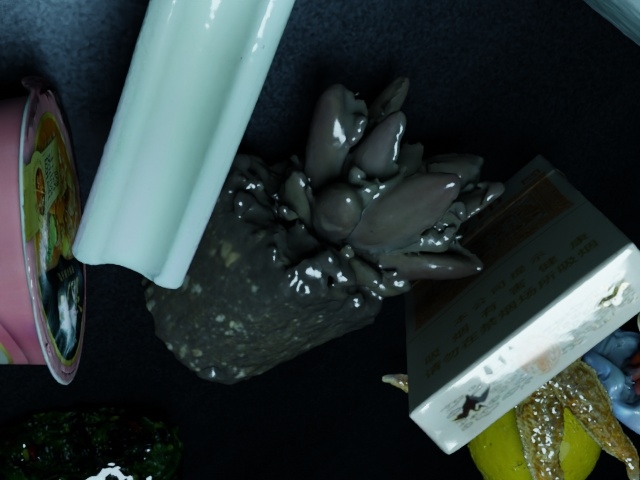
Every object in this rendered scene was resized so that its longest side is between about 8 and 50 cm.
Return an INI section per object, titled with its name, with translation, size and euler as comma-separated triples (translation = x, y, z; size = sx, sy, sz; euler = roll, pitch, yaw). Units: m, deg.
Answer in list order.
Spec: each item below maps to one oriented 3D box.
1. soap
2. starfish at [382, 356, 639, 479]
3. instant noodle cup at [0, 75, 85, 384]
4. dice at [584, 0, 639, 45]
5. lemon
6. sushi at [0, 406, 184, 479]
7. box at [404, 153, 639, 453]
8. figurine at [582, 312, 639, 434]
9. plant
[soap]
translation = -0.093, -0.127, 0.633
size = 0.095, 0.173, 0.290
euler = 20, 119, -11
[starfish]
translation = 0.247, 0.173, 0.964
size = 0.299, 0.302, 0.060
euler = -26, 166, -20
[instant noodle cup]
translation = -0.325, 0.002, 0.641
size = 0.254, 0.244, 0.244
euler = -3, 128, -7
[dice]
translation = 0.293, -0.297, 0.546
size = 0.348, 0.330, 0.328
euler = 25, 115, -35
[lemon]
translation = 0.277, 0.241, 1.071
size = 0.173, 0.173, 0.206
euler = 0, 118, -20
[sushi]
translation = -0.264, 0.257, 0.915
size = 0.224, 0.124, 0.127
euler = -3, 127, -11
[box]
translation = 0.167, 0.032, 0.756
size = 0.204, 0.365, 0.051
euler = -42, 98, 14
[figurine]
translation = 0.518, 0.067, 0.967
size = 0.248, 0.277, 0.388
euler = 8, 128, -22
[plant]
translation = 0.000, 0.000, 0.753
size = 0.320, 0.194, 0.181
euler = -37, 154, 20
